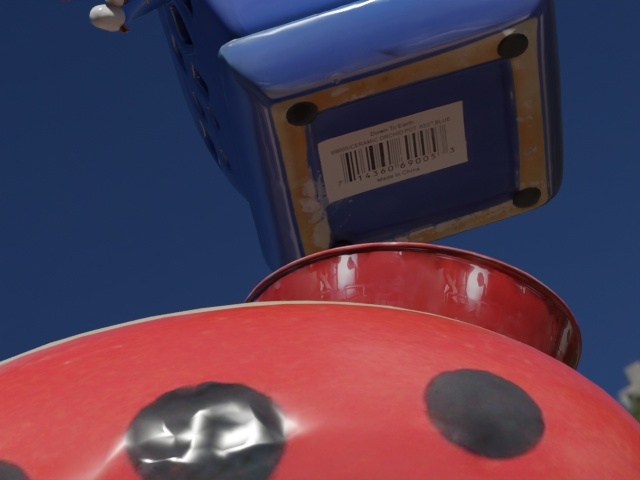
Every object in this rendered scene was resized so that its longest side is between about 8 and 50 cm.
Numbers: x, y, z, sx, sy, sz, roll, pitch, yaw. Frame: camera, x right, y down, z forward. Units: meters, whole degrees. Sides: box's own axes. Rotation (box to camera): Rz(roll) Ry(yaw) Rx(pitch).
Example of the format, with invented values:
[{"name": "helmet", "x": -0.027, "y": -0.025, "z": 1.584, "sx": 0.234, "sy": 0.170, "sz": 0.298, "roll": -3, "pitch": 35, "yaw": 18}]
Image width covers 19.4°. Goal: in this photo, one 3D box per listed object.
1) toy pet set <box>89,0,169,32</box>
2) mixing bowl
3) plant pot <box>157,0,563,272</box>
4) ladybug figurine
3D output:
[{"name": "toy pet set", "x": -0.131, "y": -0.146, "z": 1.046, "sx": 0.114, "sy": 0.122, "sz": 0.065, "roll": -33, "pitch": -49, "yaw": -32}, {"name": "mixing bowl", "x": 0.043, "y": 0.091, "z": 0.958, "sx": 0.181, "sy": 0.098, "sz": 0.181, "roll": 3, "pitch": -36, "yaw": 3}, {"name": "plant pot", "x": 0.028, "y": -0.123, "z": 1.182, "sx": 0.236, "sy": 0.212, "sz": 0.236, "roll": -17, "pitch": -39, "yaw": -5}, {"name": "ladybug figurine", "x": -0.050, "y": 0.166, "z": 0.639, "sx": 0.449, "sy": 0.305, "sz": 0.162, "roll": -24, "pitch": -14, "yaw": -13}]
